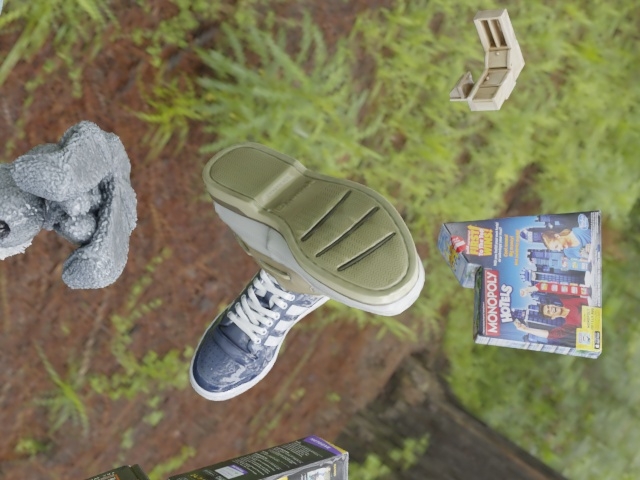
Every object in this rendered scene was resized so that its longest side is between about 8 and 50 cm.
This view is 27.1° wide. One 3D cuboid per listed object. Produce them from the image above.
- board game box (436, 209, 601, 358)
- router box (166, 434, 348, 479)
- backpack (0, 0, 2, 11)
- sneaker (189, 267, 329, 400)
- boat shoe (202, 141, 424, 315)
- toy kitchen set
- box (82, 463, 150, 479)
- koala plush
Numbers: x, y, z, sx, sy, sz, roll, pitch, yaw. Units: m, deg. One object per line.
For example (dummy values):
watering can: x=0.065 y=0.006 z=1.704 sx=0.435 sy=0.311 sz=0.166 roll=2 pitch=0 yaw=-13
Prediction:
board game box: x=0.234 y=0.047 z=1.587 sx=0.060 sy=0.194 sz=0.194 roll=96 pitch=1 yaw=-59
router box: x=-0.081 y=0.438 z=1.765 sx=0.243 sy=0.081 sz=0.309 roll=-10 pitch=107 yaw=-38
backpack: x=-0.412 y=-0.249 z=1.237 sx=0.225 sy=0.191 sz=0.253 roll=-34 pitch=180 yaw=-19
sneaker: x=-0.061 y=0.073 z=1.677 sx=0.282 sy=0.099 sz=0.153 roll=-45 pitch=167 yaw=-21
boat shoe: x=0.000 y=0.000 z=1.352 sx=0.113 sy=0.302 sz=0.103 roll=-36 pitch=135 yaw=-18
toy kitchen set: x=0.164 y=-0.191 z=1.417 sx=0.083 sy=0.068 sz=0.075 roll=-58 pitch=136 yaw=-38
box: x=-0.292 y=0.296 z=0.993 sx=0.395 sy=0.318 sz=0.097 roll=-17 pitch=96 yaw=-13
koala plush: x=-0.364 y=-0.049 z=1.682 sx=0.203 sy=0.221 sz=0.196 roll=-78 pitch=153 yaw=-55
